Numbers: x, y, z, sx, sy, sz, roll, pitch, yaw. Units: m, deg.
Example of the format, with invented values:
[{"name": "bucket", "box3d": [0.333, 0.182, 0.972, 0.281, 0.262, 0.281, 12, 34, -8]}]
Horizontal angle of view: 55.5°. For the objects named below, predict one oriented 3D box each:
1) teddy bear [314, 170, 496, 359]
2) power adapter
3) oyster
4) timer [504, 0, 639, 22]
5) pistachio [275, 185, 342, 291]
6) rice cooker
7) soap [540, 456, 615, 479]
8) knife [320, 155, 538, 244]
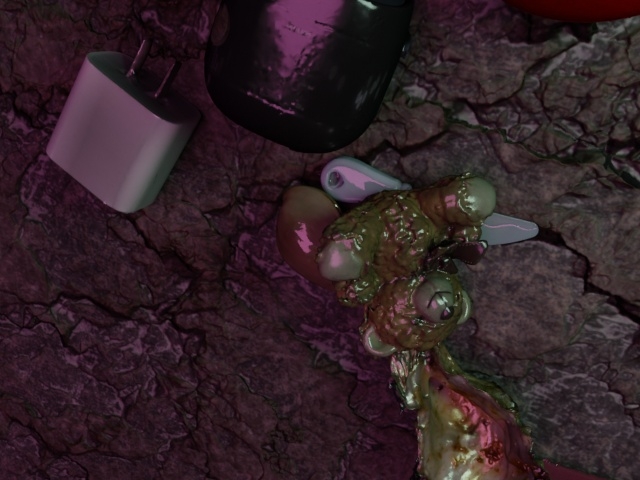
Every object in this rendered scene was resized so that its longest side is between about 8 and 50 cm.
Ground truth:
[{"name": "teddy bear", "box3d": [0.124, 0.048, 0.869, 0.267, 0.156, 0.256, -20, 107, -11]}, {"name": "power adapter", "box3d": [-0.307, -0.198, 0.981, 0.187, 0.124, 0.255, 39, 117, 3]}, {"name": "oyster", "box3d": [0.199, 0.274, 0.956, 0.198, 0.133, 0.337, -37, 86, 13]}, {"name": "timer", "box3d": [0.293, -0.417, 0.609, 0.378, 0.279, 0.377, 6, 111, 15]}, {"name": "pistachio", "box3d": [0.000, 0.000, 0.942, 0.185, 0.124, 0.124, 45, 117, -9]}, {"name": "rice cooker", "box3d": [-0.016, -0.251, 0.793, 0.267, 0.267, 0.224, 28, 123, 9]}, {"name": "soap", "box3d": [0.405, 0.462, 0.961, 0.289, 0.112, 0.182, 15, 112, 14]}, {"name": "knife", "box3d": [0.156, -0.045, 0.921, 0.332, 0.044, 0.080, 21, 113, 8]}]
